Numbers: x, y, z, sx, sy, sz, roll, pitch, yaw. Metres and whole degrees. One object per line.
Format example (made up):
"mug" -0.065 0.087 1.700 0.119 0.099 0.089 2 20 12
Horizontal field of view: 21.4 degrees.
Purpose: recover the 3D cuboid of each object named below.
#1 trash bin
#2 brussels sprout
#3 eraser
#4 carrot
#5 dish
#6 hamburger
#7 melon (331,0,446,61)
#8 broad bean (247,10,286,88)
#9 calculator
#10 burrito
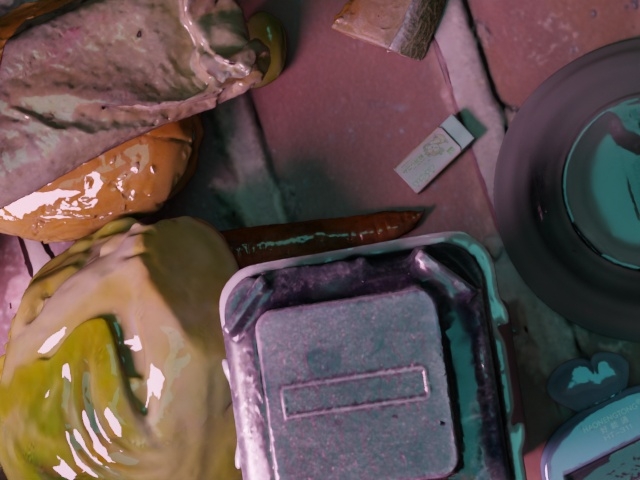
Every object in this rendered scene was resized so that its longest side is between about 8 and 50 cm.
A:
"trash bin" 0.077 0.159 1.561 0.256 0.368 0.296 -11 84 13
"brussels sprout" -0.191 0.143 1.662 0.344 0.268 0.344 11 114 25
"eraser" 0.118 -0.089 1.740 0.083 0.019 0.038 -44 79 7
"carrot" 0.000 0.000 1.752 0.224 0.057 0.057 -10 86 6
"dish" 0.322 -0.053 1.651 0.316 0.106 0.316 -1 87 12
"hamburger" -0.267 -0.127 1.764 0.283 0.144 0.259 -17 84 13
"melon" 0.092 -0.281 1.748 0.098 0.054 0.182 29 94 27
"broad bean" -0.064 -0.198 1.773 0.063 0.045 0.083 27 101 13
"calculator" 0.325 0.248 1.670 0.188 0.042 0.302 -28 83 11
"burrito" -0.214 -0.159 1.639 0.348 0.107 0.175 -30 68 -6
